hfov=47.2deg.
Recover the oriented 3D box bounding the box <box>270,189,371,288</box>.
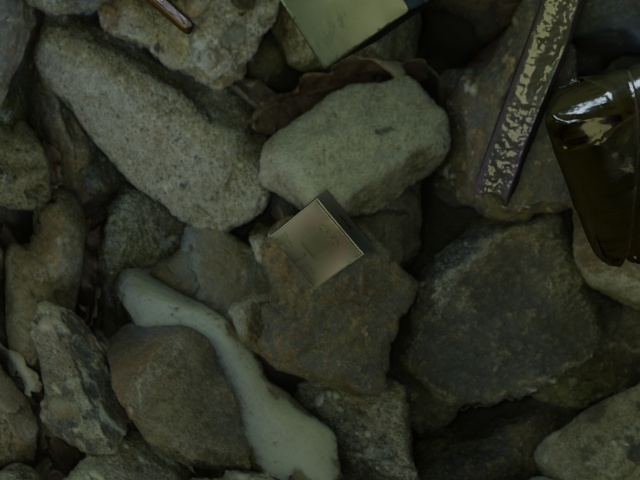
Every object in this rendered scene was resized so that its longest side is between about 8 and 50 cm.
[{"bbox_3d":[0.000,0.000,1.324,0.129,0.051,0.130,-37,96,31],"label":"box"}]

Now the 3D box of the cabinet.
[{"bbox_3d":[0.056,-0.361,1.043,0.150,0.206,0.145,-29,99,31],"label":"cabinet"}]

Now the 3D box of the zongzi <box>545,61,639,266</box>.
[{"bbox_3d":[0.490,-0.125,1.012,0.300,0.145,0.274,-20,109,19],"label":"zongzi"}]

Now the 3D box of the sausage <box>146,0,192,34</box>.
[{"bbox_3d":[-0.269,-0.402,1.274,0.116,0.026,0.026,41,122,1],"label":"sausage"}]

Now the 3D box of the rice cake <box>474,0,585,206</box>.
[{"bbox_3d":[0.309,-0.227,1.075,0.064,0.070,0.399,23,119,17],"label":"rice cake"}]
